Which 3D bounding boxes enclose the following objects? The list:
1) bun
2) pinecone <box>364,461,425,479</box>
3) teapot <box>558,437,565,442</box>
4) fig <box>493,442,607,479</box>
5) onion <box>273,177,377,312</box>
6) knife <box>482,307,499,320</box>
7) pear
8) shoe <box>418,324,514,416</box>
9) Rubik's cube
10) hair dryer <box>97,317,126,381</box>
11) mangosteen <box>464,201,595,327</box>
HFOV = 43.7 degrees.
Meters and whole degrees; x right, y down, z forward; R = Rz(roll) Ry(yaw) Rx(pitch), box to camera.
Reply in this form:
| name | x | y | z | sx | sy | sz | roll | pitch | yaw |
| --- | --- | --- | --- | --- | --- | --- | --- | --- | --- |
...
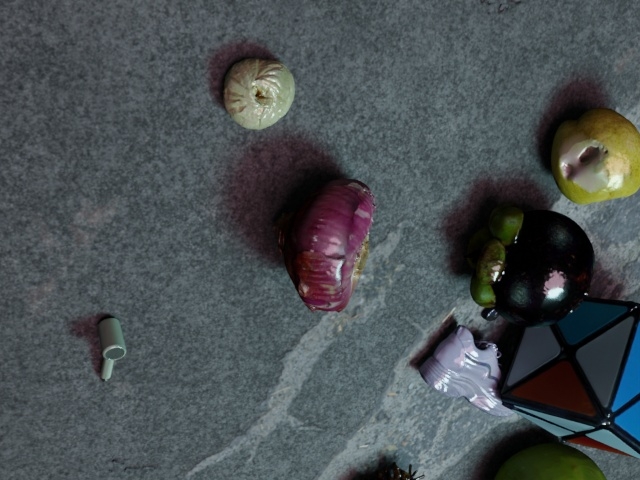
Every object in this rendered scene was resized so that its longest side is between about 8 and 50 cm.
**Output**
| name | x | y | z | sx | sy | sz | roll | pitch | yaw |
| --- | --- | --- | --- | --- | --- | --- | --- | --- | --- |
| bun | -0.089 | -0.220 | 1.204 | 0.115 | 0.069 | 0.115 | -11 | 119 | -20 |
| pinecone | 0.149 | 0.532 | 1.619 | 0.163 | 0.163 | 0.165 | 42 | 81 | -33 |
| teapot | 0.536 | 0.403 | 1.775 | 0.057 | 0.066 | 0.087 | 3 | 71 | -46 |
| fig | 0.509 | 0.574 | 1.700 | 0.258 | 0.326 | 0.258 | 0 | 94 | -7 |
| onion | 0.000 | 0.000 | 1.292 | 0.163 | 0.230 | 0.229 | 22 | 107 | 7 |
| knife | 0.373 | 0.118 | 1.600 | 0.121 | 0.018 | 0.031 | -44 | 125 | -1 |
| pear | 0.500 | -0.153 | 1.446 | 0.178 | 0.178 | 0.178 | -10 | 117 | -20 |
| shoe | 0.322 | 0.261 | 1.600 | 0.245 | 0.095 | 0.137 | 26 | 104 | -25 |
| Rubik's cube | 0.540 | 0.266 | 1.566 | 0.248 | 0.250 | 0.246 | 36 | 70 | -36 |
| hair dryer | -0.345 | 0.189 | 1.303 | 0.038 | 0.063 | 0.124 | -1 | 134 | -25 |
| mangosteen | 0.383 | 0.046 | 1.467 | 0.243 | 0.243 | 0.242 | -10 | 117 | -20 |
